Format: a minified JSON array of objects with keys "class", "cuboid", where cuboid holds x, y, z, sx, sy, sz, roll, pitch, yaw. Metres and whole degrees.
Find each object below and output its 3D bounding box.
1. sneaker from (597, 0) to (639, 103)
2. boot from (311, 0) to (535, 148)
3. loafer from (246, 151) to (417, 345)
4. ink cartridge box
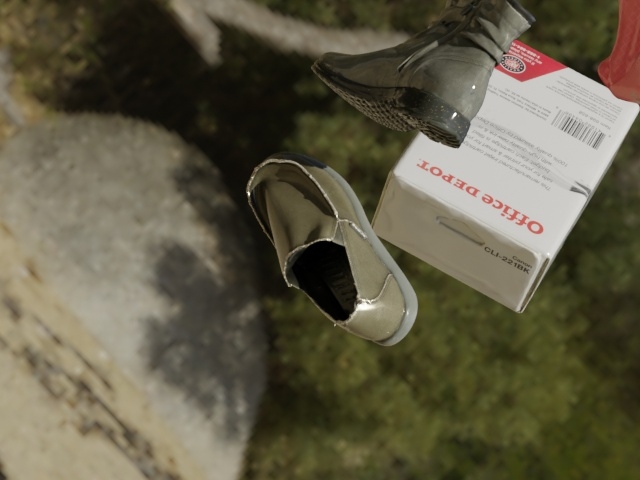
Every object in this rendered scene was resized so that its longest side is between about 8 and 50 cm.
[{"class":"sneaker","cuboid":[0.333,-0.268,1.681,0.116,0.314,0.136,26,-12,-40]},{"class":"boot","cuboid":[0.106,-0.190,1.804,0.083,0.161,0.246,35,-6,-37]},{"class":"loafer","cuboid":[0.000,0.000,1.806,0.087,0.094,0.251,8,34,-50]},{"class":"ink cartridge box","cuboid":[0.206,-0.080,2.027,0.197,0.273,0.114,29,-39,9]}]
